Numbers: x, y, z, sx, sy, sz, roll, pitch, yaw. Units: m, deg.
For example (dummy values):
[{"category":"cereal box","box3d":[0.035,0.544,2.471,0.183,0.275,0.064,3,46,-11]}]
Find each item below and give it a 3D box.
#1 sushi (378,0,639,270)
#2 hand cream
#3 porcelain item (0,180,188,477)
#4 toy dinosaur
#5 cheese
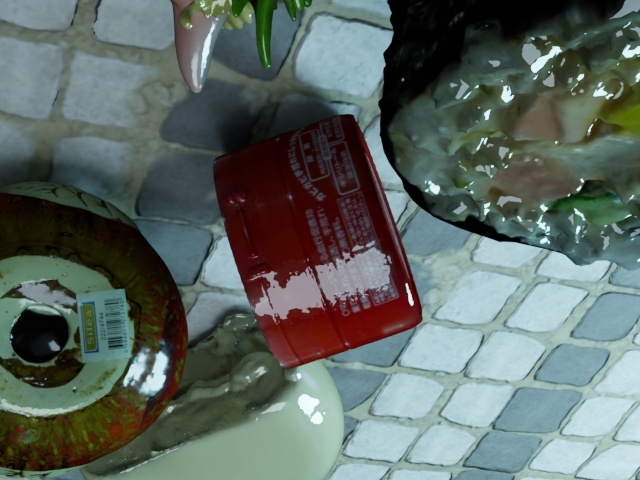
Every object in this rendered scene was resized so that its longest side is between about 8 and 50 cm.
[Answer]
[{"category":"sushi","box3d":[0.212,-0.160,0.804,0.328,0.285,0.328,16,151,-21]},{"category":"hand cream","box3d":[0.000,0.000,0.959,0.125,0.193,0.193,-17,136,6]},{"category":"porcelain item","box3d":[-0.239,0.074,0.992,0.253,0.253,0.253,-7,136,-7]},{"category":"toy dinosaur","box3d":[-0.101,-0.187,0.782,0.177,0.152,0.194,-13,131,12]},{"category":"cheese","box3d":[-0.109,0.185,1.171,0.266,0.127,0.233,-23,133,7]}]
